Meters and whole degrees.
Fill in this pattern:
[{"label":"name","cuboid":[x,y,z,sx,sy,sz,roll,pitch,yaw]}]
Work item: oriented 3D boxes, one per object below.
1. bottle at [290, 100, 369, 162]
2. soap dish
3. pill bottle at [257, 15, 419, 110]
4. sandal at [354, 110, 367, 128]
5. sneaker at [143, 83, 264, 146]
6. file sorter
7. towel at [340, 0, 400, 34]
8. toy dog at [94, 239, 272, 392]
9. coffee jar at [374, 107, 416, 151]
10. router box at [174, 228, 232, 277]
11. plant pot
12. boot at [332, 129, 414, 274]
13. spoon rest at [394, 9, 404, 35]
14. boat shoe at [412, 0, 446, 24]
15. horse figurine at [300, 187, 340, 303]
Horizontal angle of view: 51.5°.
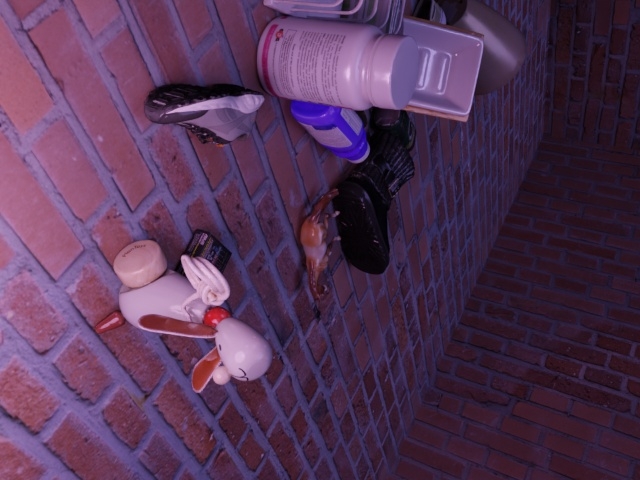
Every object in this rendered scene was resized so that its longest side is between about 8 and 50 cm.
[{"label":"bottle","cuboid":[0.037,-0.257,1.508,0.283,0.118,0.092,34,73,-61]},{"label":"soap dish","cuboid":[0.261,-0.443,1.707,0.118,0.290,0.229,-147,-114,-71]},{"label":"pill bottle","cuboid":[0.034,-0.338,1.278,0.160,0.283,0.160,-38,135,-50]},{"label":"sandal","cuboid":[0.064,-0.363,1.585,0.240,0.088,0.079,67,13,-60]},{"label":"sneaker","cuboid":[-0.189,-0.208,1.126,0.271,0.100,0.108,-19,125,-59]},{"label":"file sorter","cuboid":[0.045,-0.529,1.326,0.277,0.173,0.193,-6,108,-61]},{"label":"towel","cuboid":[0.103,-0.492,1.479,0.023,0.152,0.113,-4,109,-53]},{"label":"toy dog","cuboid":[-0.236,0.133,1.026,0.161,0.333,0.220,-43,117,-21]},{"label":"coffee jar","cuboid":[0.211,-0.318,1.853,0.184,0.079,0.096,42,53,-60]},{"label":"router box","cuboid":[-0.225,0.053,1.252,0.122,0.038,0.092,-66,153,-18]},{"label":"plant pot","cuboid":[0.453,-0.622,2.028,0.274,0.256,0.257,27,78,-46]},{"label":"boot","cuboid":[0.162,-0.098,1.819,0.260,0.131,0.348,-55,146,-35]},{"label":"spoon rest","cuboid":[0.142,-0.454,1.543,0.084,0.137,0.276,144,-59,-67]},{"label":"boat shoe","cuboid":[0.273,-0.547,1.860,0.094,0.109,0.302,40,58,-45]},{"label":"horse figurine","cuboid":[0.000,0.000,1.632,0.174,0.066,0.263,-53,148,-48]}]
